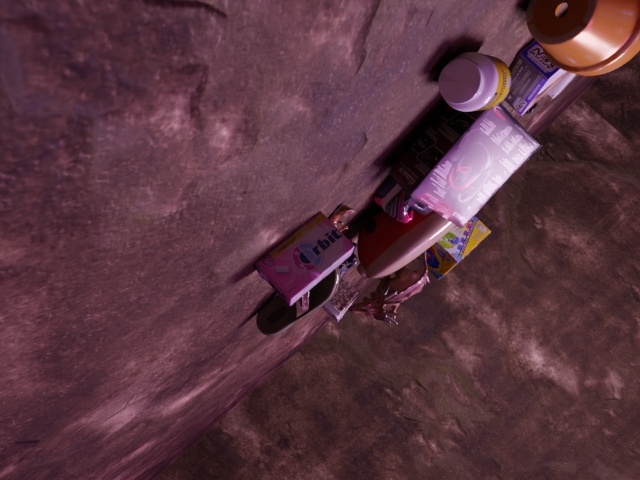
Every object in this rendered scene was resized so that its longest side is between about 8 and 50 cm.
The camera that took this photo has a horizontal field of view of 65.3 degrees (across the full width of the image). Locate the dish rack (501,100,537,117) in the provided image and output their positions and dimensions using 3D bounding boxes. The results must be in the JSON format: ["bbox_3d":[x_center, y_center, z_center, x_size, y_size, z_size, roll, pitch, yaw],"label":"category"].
[{"bbox_3d":[0.578,-0.377,1.633,0.271,0.074,0.208,-46,166,20],"label":"dish rack"}]

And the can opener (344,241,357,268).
[{"bbox_3d":[0.097,0.064,1.666,0.073,0.059,0.186,-40,167,-13],"label":"can opener"}]

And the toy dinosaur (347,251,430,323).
[{"bbox_3d":[0.233,0.142,1.464,0.296,0.127,0.200,-44,173,6],"label":"toy dinosaur"}]

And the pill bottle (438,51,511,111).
[{"bbox_3d":[0.283,-0.292,0.923,0.103,0.103,0.184,-50,166,33],"label":"pill bottle"}]

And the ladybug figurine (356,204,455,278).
[{"bbox_3d":[0.270,-0.062,1.466,0.449,0.162,0.305,-39,-179,-15],"label":"ladybug figurine"}]

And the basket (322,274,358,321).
[{"bbox_3d":[0.024,0.145,1.471,0.103,0.167,0.113,-45,168,-9],"label":"basket"}]

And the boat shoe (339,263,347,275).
[{"bbox_3d":[0.008,0.140,1.629,0.183,0.066,0.066,-50,169,7],"label":"boat shoe"}]

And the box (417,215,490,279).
[{"bbox_3d":[0.445,-0.034,1.903,0.177,0.279,0.290,-40,167,-11],"label":"box"}]

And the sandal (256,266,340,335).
[{"bbox_3d":[-0.065,0.154,1.354,0.303,0.120,0.086,-45,154,12],"label":"sandal"}]

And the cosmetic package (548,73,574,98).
[{"bbox_3d":[0.768,-0.561,1.538,0.060,0.099,0.239,-35,167,-29],"label":"cosmetic package"}]

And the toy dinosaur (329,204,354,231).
[{"bbox_3d":[0.000,0.000,1.182,0.211,0.064,0.112,-53,149,4],"label":"toy dinosaur"}]

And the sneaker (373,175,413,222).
[{"bbox_3d":[0.271,-0.175,1.271,0.299,0.112,0.121,-51,166,31],"label":"sneaker"}]

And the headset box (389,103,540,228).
[{"bbox_3d":[0.318,-0.176,1.147,0.218,0.110,0.293,24,113,-38],"label":"headset box"}]

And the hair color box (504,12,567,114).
[{"bbox_3d":[0.643,-0.505,1.320,0.339,0.110,0.185,-39,169,-8],"label":"hair color box"}]

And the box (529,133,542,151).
[{"bbox_3d":[0.744,-0.338,2.068,0.270,0.165,0.143,-42,168,-4],"label":"box"}]

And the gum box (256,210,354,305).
[{"bbox_3d":[-0.035,0.041,1.057,0.188,0.107,0.062,-39,167,-16],"label":"gum box"}]

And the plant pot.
[{"bbox_3d":[0.502,-0.434,0.964,0.188,0.205,0.205,-9,148,-40],"label":"plant pot"}]
